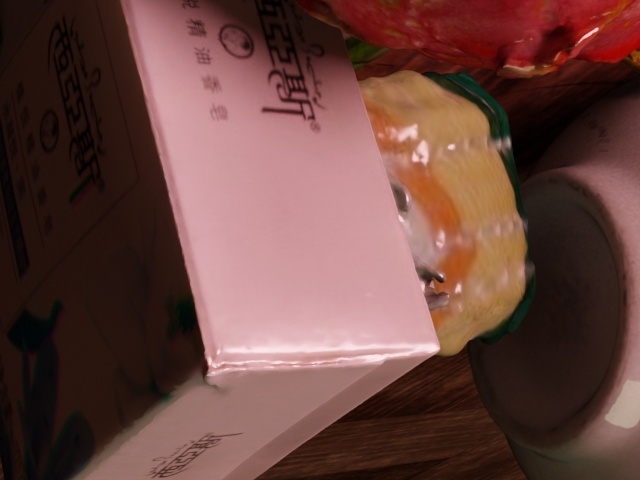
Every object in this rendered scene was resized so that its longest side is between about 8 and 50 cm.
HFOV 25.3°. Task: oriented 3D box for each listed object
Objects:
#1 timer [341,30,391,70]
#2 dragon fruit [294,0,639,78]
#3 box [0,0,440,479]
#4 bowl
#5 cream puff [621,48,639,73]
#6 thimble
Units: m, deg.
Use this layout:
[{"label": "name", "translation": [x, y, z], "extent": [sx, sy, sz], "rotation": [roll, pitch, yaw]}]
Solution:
[{"label": "timer", "translation": [0.003, -0.133, 0.780], "extent": [0.140, 0.047, 0.128], "rotation": [-27, 158, 28]}, {"label": "dragon fruit", "translation": [0.071, -0.159, 0.567], "extent": [0.205, 0.210, 0.268], "rotation": [-2, 167, 7]}, {"label": "box", "translation": [-0.079, -0.031, 0.646], "extent": [0.116, 0.274, 0.203], "rotation": [0, 154, -35]}, {"label": "bowl", "translation": [0.223, 0.052, 0.947], "extent": [0.196, 0.435, 0.435], "rotation": [5, 152, -27]}, {"label": "cream puff", "translation": [0.203, -0.142, 0.903], "extent": [0.083, 0.058, 0.083], "rotation": [-32, 138, -54]}, {"label": "thimble", "translation": [0.000, 0.000, 0.860], "extent": [0.254, 0.167, 0.288], "rotation": [-13, 179, -2]}]
